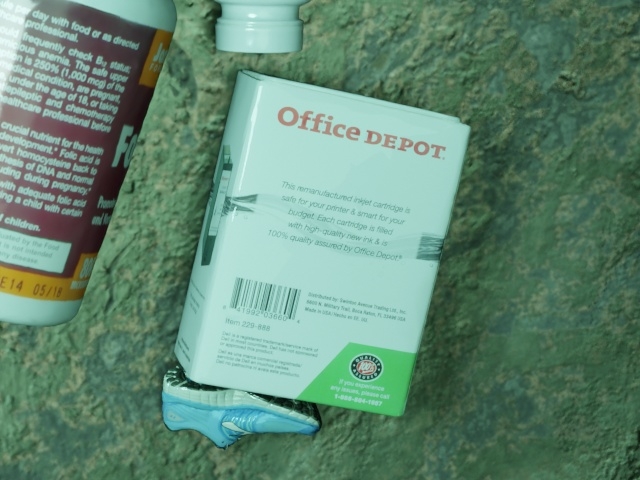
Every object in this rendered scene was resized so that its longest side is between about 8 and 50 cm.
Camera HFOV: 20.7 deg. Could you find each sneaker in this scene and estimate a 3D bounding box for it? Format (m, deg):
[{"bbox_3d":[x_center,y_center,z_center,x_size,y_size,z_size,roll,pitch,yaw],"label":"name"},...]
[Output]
[{"bbox_3d":[-0.079,0.168,1.712,0.162,0.063,0.073,11,115,-11],"label":"sneaker"}]

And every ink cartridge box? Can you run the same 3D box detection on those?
[{"bbox_3d":[0.000,0.000,1.655,0.211,0.121,0.289,12,97,-15],"label":"ink cartridge box"}]

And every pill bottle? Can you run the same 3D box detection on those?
[{"bbox_3d":[-0.256,-0.143,1.518,0.224,0.224,0.392,18,96,-16],"label":"pill bottle"},{"bbox_3d":[-0.053,-0.264,1.602,0.108,0.108,0.180,-1,101,-13],"label":"pill bottle"}]
